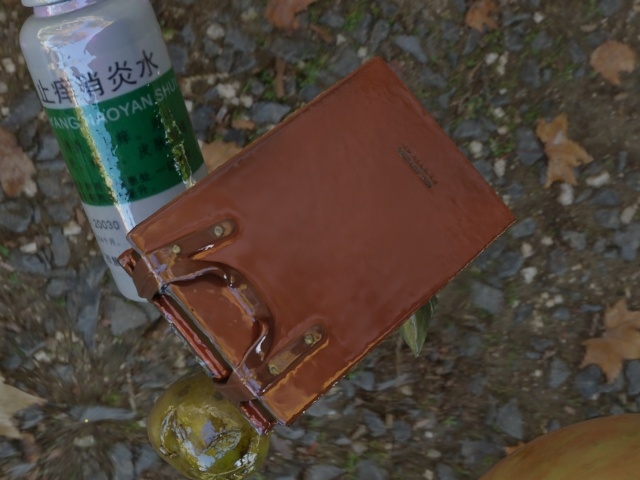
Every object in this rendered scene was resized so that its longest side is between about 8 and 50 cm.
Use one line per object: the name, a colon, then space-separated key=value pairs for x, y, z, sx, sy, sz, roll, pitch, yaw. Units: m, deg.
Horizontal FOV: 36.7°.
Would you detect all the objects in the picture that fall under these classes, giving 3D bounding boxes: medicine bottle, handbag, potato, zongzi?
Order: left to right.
medicine bottle: x=-0.139 y=-0.086 z=0.670 sx=0.095 sy=0.095 sz=0.260 roll=-24 pitch=116 yaw=-17
potato: x=-0.121 y=0.198 z=1.060 sx=0.137 sy=0.176 sz=0.137 roll=0 pitch=91 yaw=-28
handbag: x=0.000 y=0.000 z=0.528 sx=0.190 sy=0.063 sz=0.127 roll=-38 pitch=88 yaw=-25
zongzi: x=0.082 y=0.066 z=1.083 sx=0.104 sy=0.052 sz=0.113 roll=42 pitch=31 yaw=-9

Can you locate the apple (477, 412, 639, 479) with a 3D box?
apple: x=0.243 y=0.310 z=0.642 sx=0.347 sy=0.391 sz=0.391 roll=19 pitch=76 yaw=-14
